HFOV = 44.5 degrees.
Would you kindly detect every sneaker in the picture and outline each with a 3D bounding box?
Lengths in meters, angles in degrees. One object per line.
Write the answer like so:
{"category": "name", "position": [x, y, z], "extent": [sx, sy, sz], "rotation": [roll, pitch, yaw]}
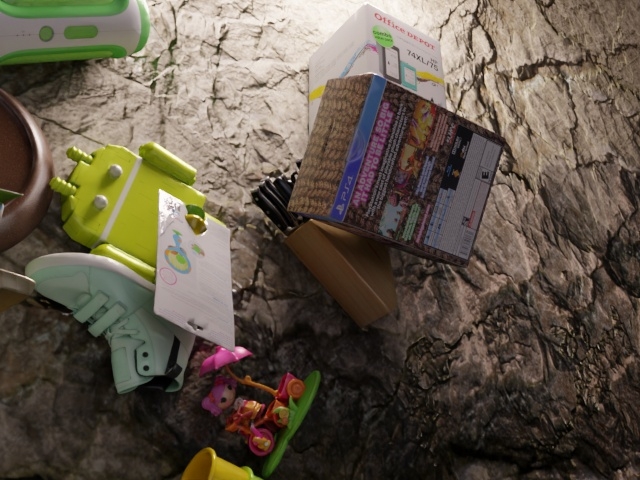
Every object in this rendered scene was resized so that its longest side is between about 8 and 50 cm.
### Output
{"category": "sneaker", "position": [-0.281, 0.118, 1.051], "extent": [0.256, 0.094, 0.151], "rotation": [26, 45, -28]}

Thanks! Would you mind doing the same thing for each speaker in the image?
{"category": "speaker", "position": [-0.414, -0.332, 1.190], "extent": [0.296, 0.131, 0.131], "rotation": [-18, 77, -43]}

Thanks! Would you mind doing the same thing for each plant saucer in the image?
{"category": "plant saucer", "position": [-0.505, -0.121, 1.051], "extent": [0.310, 0.050, 0.310], "rotation": [19, 55, -31]}

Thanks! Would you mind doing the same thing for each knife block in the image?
{"category": "knife block", "position": [0.000, 0.000, 1.356], "extent": [0.242, 0.088, 0.275], "rotation": [11, 60, -33]}

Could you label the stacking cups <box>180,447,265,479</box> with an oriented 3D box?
{"category": "stacking cups", "position": [-0.047, 0.399, 1.088], "extent": [0.316, 0.096, 0.096], "rotation": [34, 49, -21]}

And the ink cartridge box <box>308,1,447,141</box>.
{"category": "ink cartridge box", "position": [0.108, -0.271, 1.519], "extent": [0.198, 0.197, 0.270], "rotation": [19, 55, -30]}

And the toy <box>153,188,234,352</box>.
{"category": "toy", "position": [-0.189, 0.048, 1.108], "extent": [0.137, 0.056, 0.237], "rotation": [33, 35, -34]}

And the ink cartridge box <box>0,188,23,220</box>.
{"category": "ink cartridge box", "position": [-0.450, -0.021, 0.850], "extent": [0.189, 0.255, 0.097], "rotation": [16, 80, -29]}

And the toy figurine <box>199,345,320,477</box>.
{"category": "toy figurine", "position": [-0.109, 0.229, 1.136], "extent": [0.159, 0.130, 0.173], "rotation": [30, 62, -6]}

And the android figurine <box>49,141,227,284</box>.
{"category": "android figurine", "position": [-0.274, -0.042, 1.185], "extent": [0.273, 0.056, 0.248], "rotation": [34, 49, -21]}

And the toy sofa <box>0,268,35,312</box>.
{"category": "toy sofa", "position": [-0.378, 0.176, 0.619], "extent": [0.177, 0.150, 0.362], "rotation": [24, 64, -30]}

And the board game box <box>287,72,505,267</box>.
{"category": "board game box", "position": [0.128, -0.110, 1.293], "extent": [0.291, 0.141, 0.232], "rotation": [20, 86, -30]}
